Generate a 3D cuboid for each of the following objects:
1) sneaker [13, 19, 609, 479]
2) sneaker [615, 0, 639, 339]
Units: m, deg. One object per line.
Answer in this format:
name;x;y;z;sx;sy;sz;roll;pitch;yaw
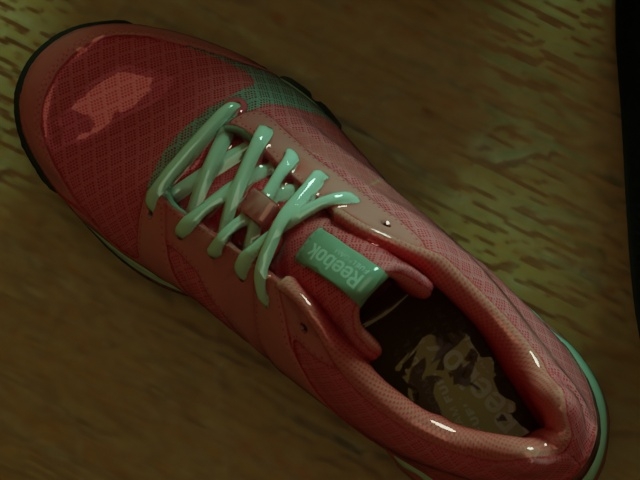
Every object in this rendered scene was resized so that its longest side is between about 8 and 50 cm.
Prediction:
sneaker;0.001;0.000;0.830;0.314;0.136;0.116;37;85;6
sneaker;0.230;-0.072;0.841;0.178;0.124;0.295;4;71;-8
